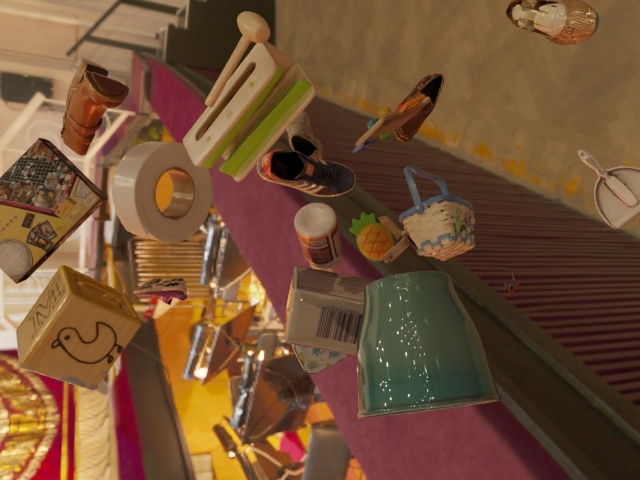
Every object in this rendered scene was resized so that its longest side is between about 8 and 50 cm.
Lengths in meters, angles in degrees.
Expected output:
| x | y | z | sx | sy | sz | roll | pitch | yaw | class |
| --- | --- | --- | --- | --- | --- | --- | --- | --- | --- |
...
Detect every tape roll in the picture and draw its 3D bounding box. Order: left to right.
| x | y | z | sx | sy | sz | roll | pitch | yaw | class |
| --- | --- | --- | --- | --- | --- | --- | --- | --- | --- |
| -0.443 | -0.137 | 1.505 | 0.100 | 0.286 | 0.286 | 10 | 99 | 32 | tape roll |

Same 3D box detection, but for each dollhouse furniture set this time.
| x | y | z | sx | sy | sz | roll | pitch | yaw | class |
| --- | --- | --- | --- | --- | --- | --- | --- | --- | --- |
| 0.156 | -0.007 | 1.251 | 0.081 | 0.114 | 0.091 | -42 | 22 | 14 | dollhouse furniture set |

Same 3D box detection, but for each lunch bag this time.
| x | y | z | sx | sy | sz | roll | pitch | yaw | class |
| --- | --- | --- | --- | --- | --- | --- | --- | --- | --- |
| 0.010 | 0.366 | 1.920 | 0.176 | 0.218 | 0.090 | 65 | 174 | -25 | lunch bag |

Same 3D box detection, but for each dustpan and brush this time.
| x | y | z | sx | sy | sz | roll | pitch | yaw | class |
| --- | --- | --- | --- | --- | --- | --- | --- | --- | --- |
| 0.685 | -0.139 | 1.245 | 0.211 | 0.060 | 0.147 | 47 | 118 | 7 | dustpan and brush |

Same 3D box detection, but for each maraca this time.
| x | y | z | sx | sy | sz | roll | pitch | yaw | class |
| --- | --- | --- | --- | --- | --- | --- | --- | --- | --- |
| 0.186 | -0.012 | 1.906 | 0.186 | 0.127 | 0.099 | 56 | -177 | 1 | maraca |

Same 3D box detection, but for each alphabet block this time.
| x | y | z | sx | sy | sz | roll | pitch | yaw | class |
| --- | --- | --- | --- | --- | --- | --- | --- | --- | --- |
| -0.579 | 0.206 | 1.264 | 0.197 | 0.192 | 0.193 | -56 | 38 | -1 | alphabet block |

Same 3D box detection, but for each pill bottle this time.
| x | y | z | sx | sy | sz | roll | pitch | yaw | class |
| --- | --- | --- | --- | --- | --- | --- | --- | --- | --- |
| 0.000 | 0.000 | 1.559 | 0.221 | 0.121 | 0.121 | 76 | 176 | -54 | pill bottle |

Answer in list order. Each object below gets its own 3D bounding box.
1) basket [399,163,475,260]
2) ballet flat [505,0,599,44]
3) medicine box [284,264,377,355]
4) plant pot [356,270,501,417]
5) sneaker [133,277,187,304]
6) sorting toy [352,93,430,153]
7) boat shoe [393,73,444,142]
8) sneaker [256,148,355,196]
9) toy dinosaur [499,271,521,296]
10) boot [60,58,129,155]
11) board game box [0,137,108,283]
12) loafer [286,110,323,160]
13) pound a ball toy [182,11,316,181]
| x | y | z | sx | sy | sz | roll | pitch | yaw | class |
| --- | --- | --- | --- | --- | --- | --- | --- | --- | --- |
| 0.375 | -0.092 | 1.703 | 0.201 | 0.254 | 0.289 | -31 | 65 | 34 | basket |
| 0.382 | -0.377 | 0.902 | 0.206 | 0.067 | 0.073 | -118 | 29 | -61 | ballet flat |
| 0.044 | 0.188 | 1.455 | 0.289 | 0.263 | 0.149 | -105 | 27 | -80 | medicine box |
| 0.190 | 0.205 | 1.050 | 0.271 | 0.271 | 0.255 | 139 | 129 | -57 | plant pot |
| -0.450 | 0.150 | 1.484 | 0.169 | 0.068 | 0.071 | -2 | 112 | 24 | sneaker |
| 0.205 | -0.359 | 1.555 | 0.047 | 0.196 | 0.347 | 61 | 155 | 2 | sorting toy |
| 0.362 | -0.501 | 1.948 | 0.104 | 0.110 | 0.307 | -20 | 40 | 60 | boat shoe |
| -0.034 | -0.228 | 1.781 | 0.148 | 0.349 | 0.131 | 169 | 106 | -73 | sneaker |
| 0.600 | 0.145 | 1.653 | 0.047 | 0.082 | 0.090 | 118 | 145 | -48 | toy dinosaur |
| -0.583 | -0.315 | 1.324 | 0.283 | 0.109 | 0.220 | 39 | 110 | 40 | boot |
| -0.570 | -0.058 | 1.046 | 0.243 | 0.165 | 0.042 | -43 | 7 | 3 | board game box |
| -0.058 | -0.338 | 1.919 | 0.319 | 0.112 | 0.112 | 57 | -148 | -62 | loafer |
| -0.166 | -0.294 | 1.065 | 0.319 | 0.208 | 0.136 | -46 | 53 | 23 | pound a ball toy |
